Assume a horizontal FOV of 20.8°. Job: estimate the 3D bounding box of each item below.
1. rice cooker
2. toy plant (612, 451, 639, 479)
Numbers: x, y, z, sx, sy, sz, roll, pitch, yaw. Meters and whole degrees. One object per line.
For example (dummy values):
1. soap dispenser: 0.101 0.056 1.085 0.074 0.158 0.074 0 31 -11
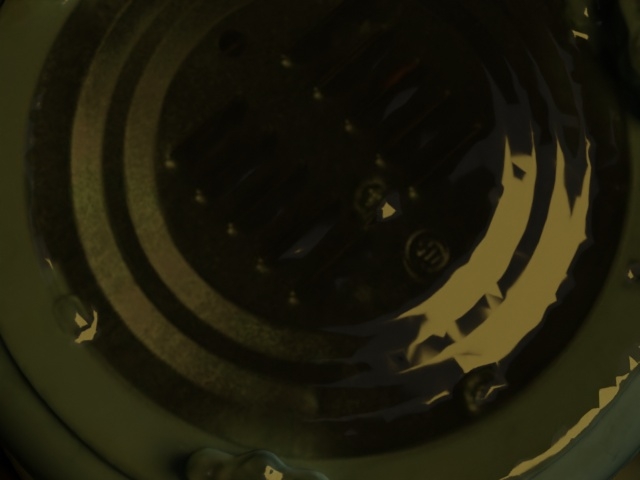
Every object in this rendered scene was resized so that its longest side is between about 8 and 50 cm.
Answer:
1. rice cooker: 0.000 0.000 0.612 0.316 0.316 0.264 16 77 -32
2. toy plant: 0.210 0.126 0.718 0.247 0.332 0.247 4 82 -34
